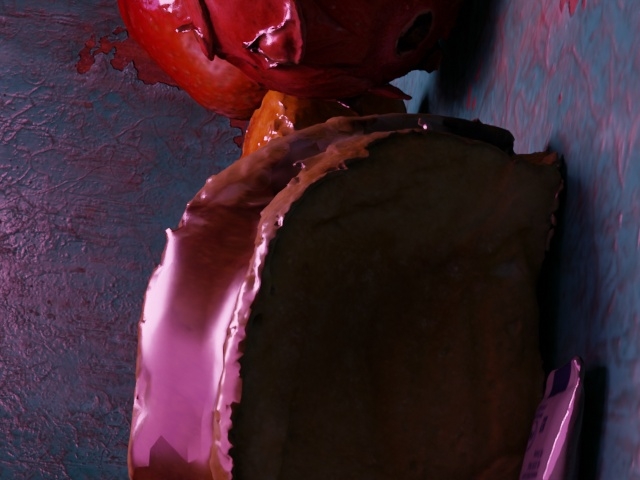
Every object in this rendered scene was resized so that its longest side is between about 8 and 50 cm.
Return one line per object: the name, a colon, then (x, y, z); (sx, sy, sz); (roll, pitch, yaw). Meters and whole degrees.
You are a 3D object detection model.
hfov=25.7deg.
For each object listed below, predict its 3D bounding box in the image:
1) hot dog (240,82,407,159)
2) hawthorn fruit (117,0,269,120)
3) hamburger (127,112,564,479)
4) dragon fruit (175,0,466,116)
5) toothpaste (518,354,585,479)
hot dog: (0.000, 0.000, 1.127); (0.153, 0.150, 0.257); (122, 152, -55)
hawthorn fruit: (-0.142, -0.324, 1.790); (0.285, 0.369, 0.285); (-55, 18, 28)
hamburger: (0.008, 0.073, 0.728); (0.132, 0.211, 0.309); (140, 140, -72)
dragon fruit: (-0.004, -0.223, 1.038); (0.241, 0.252, 0.241); (-52, -26, -39)
toothpaste: (0.094, 0.160, 0.629); (0.062, 0.037, 0.216); (125, 156, -75)
